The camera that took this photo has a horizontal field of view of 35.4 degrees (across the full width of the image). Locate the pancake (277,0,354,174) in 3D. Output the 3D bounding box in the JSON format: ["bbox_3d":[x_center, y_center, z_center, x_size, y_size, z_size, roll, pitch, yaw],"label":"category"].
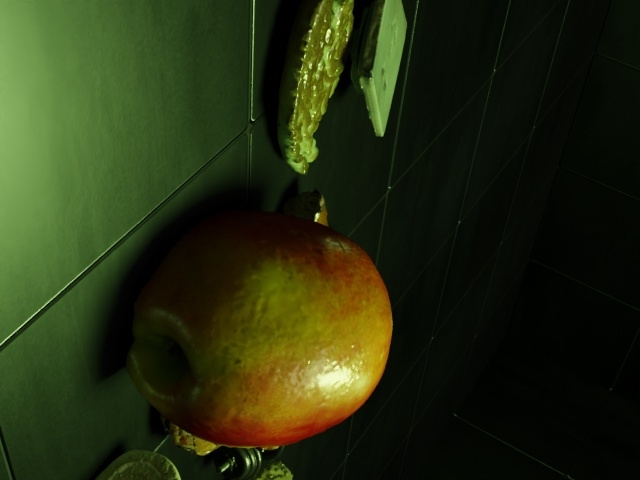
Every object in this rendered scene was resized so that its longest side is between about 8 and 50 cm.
[{"bbox_3d":[-0.007,-0.255,1.409,0.197,0.054,0.377,-44,154,-52],"label":"pancake"}]

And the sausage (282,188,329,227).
[{"bbox_3d":[-0.002,0.005,1.705,0.103,0.076,0.302,-59,160,-10],"label":"sausage"}]

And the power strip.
[{"bbox_3d":[0.078,-0.292,1.544,0.198,0.064,0.213,64,35,-64],"label":"power strip"}]

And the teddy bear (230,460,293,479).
[{"bbox_3d":[-0.150,0.584,1.956,0.267,0.156,0.256,-99,-156,-72],"label":"teddy bear"}]

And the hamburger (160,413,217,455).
[{"bbox_3d":[-0.156,0.225,1.567,0.231,0.106,0.231,-46,158,-25],"label":"hamburger"}]

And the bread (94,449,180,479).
[{"bbox_3d":[-0.264,0.398,1.461,0.148,0.134,0.141,-41,152,-25],"label":"bread"}]

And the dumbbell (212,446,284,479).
[{"bbox_3d":[-0.127,0.371,1.824,0.208,0.099,0.099,-29,141,-57],"label":"dumbbell"}]

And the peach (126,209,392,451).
[{"bbox_3d":[-0.051,0.109,1.405,0.380,0.306,0.242,-25,145,-53],"label":"peach"}]
